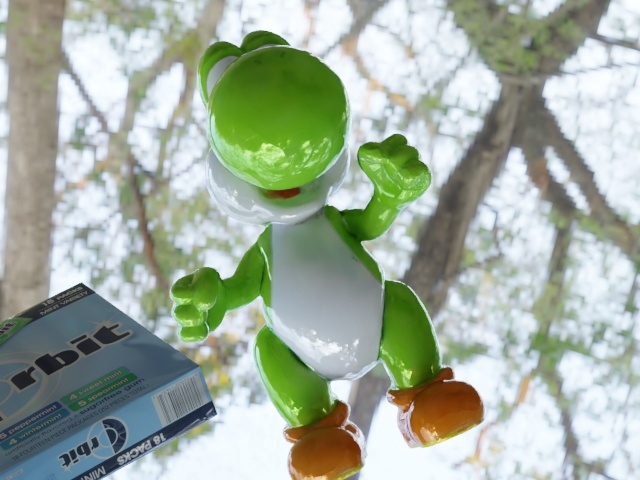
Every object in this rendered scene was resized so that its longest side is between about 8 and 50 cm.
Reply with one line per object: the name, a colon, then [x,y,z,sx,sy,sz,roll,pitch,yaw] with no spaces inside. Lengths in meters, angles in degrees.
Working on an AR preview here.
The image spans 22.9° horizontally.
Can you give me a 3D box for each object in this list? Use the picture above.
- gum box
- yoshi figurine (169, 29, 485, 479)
gum box: [-0.176,0.100,0.991,0.157,0.041,0.184,-28,-153,-21]
yoshi figurine: [-0.008,0.001,1.217,0.203,0.203,0.362,-16,-96,-46]
